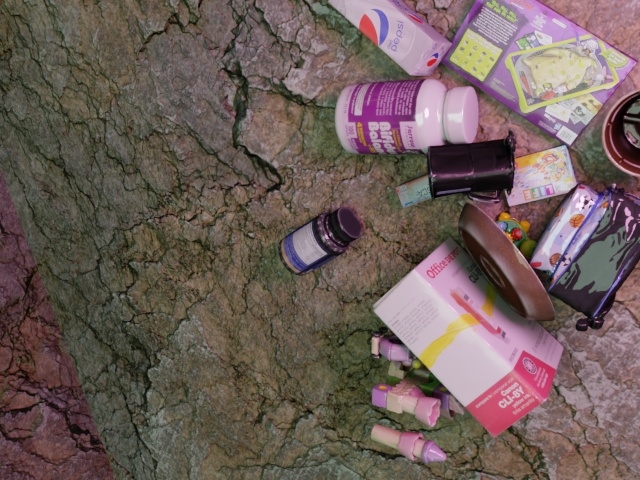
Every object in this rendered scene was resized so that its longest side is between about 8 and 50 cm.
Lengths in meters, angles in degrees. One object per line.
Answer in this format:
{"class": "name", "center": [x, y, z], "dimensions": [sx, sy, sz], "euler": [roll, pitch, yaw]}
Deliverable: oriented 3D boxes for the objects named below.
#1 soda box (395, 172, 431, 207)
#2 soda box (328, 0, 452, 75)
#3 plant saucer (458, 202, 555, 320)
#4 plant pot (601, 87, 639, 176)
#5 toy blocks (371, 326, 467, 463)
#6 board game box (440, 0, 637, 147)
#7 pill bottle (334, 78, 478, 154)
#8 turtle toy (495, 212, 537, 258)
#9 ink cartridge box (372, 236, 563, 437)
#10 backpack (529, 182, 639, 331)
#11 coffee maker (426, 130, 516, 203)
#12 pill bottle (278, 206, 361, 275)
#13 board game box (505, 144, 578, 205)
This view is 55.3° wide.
{"class": "soda box", "center": [0.275, -0.137, 1.470], "dimensions": [0.183, 0.063, 0.058], "euler": [-19, 97, 34]}
{"class": "soda box", "center": [0.153, -0.492, 1.377], "dimensions": [0.286, 0.098, 0.091], "euler": [48, 125, 19]}
{"class": "plant saucer", "center": [0.391, 0.057, 1.332], "dimensions": [0.050, 0.310, 0.311], "euler": [-36, 86, 2]}
{"class": "plant pot", "center": [0.636, -0.218, 1.170], "dimensions": [0.166, 0.165, 0.167], "euler": [10, 111, 27]}
{"class": "toy blocks", "center": [0.297, 0.352, 1.489], "dimensions": [0.260, 0.288, 0.309], "euler": [10, 109, 34]}
{"class": "board game box", "center": [0.451, -0.380, 1.297], "dimensions": [0.346, 0.056, 0.208], "euler": [39, 126, 14]}
{"class": "pill bottle", "center": [0.199, -0.282, 1.403], "dimensions": [0.301, 0.169, 0.169], "euler": [4, 108, 30]}
{"class": "turtle toy", "center": [0.445, -0.001, 1.414], "dimensions": [0.130, 0.066, 0.095], "euler": [26, 117, 21]}
{"class": "ink cartridge box", "center": [0.346, 0.204, 1.412], "dimensions": [0.385, 0.279, 0.160], "euler": [45, 122, 10]}
{"class": "backpack", "center": [0.557, 0.008, 1.235], "dimensions": [0.213, 0.263, 0.277], "euler": [40, 113, 21]}
{"class": "coffee maker", "center": [0.319, -0.165, 1.315], "dimensions": [0.178, 0.120, 0.171], "euler": [-5, 133, 9]}
{"class": "pill bottle", "center": [0.000, 0.000, 1.642], "dimensions": [0.219, 0.122, 0.123], "euler": [-31, 89, 34]}
{"class": "board game box", "center": [0.485, -0.145, 1.366], "dimensions": [0.154, 0.026, 0.104], "euler": [-14, 99, 33]}
